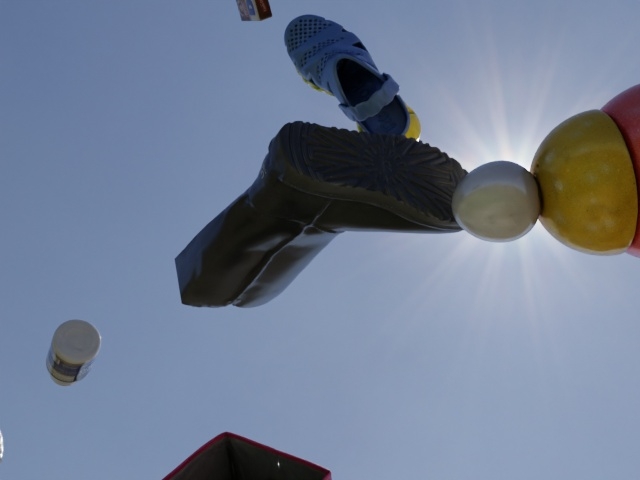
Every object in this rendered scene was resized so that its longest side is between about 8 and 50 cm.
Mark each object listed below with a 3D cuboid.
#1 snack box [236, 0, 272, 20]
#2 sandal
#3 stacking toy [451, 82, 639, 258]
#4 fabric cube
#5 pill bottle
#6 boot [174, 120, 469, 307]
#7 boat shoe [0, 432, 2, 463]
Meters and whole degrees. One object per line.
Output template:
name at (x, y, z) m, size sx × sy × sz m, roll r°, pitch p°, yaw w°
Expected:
snack box at (-0.103, -0.365, 1.075) m, size 0.022 × 0.064 × 0.178 m, roll -24°, pitch -67°, yaw -21°
sandal at (0.049, -0.285, 1.465) m, size 0.126 × 0.317 × 0.138 m, roll -44°, pitch -22°, yaw 1°
stacking toy at (0.422, -0.093, 1.217) m, size 0.480 × 0.350 × 0.350 m, roll -8°, pitch -47°, yaw -4°
fabric cube at (-0.137, 0.534, 1.497) m, size 0.259 × 0.254 × 0.258 m, roll 11°, pitch -59°, yaw 36°
pill bottle at (-0.362, 0.168, 1.247) m, size 0.067 × 0.067 × 0.120 m, roll 24°, pitch -37°, yaw -10°
boot at (-0.002, -0.001, 1.423) m, size 0.367 × 0.146 × 0.445 m, roll 15°, pitch -37°, yaw -23°
boat shoe at (-0.424, 0.226, 1.048) m, size 0.060 × 0.178 × 0.064 m, roll -11°, pitch -67°, yaw -20°
